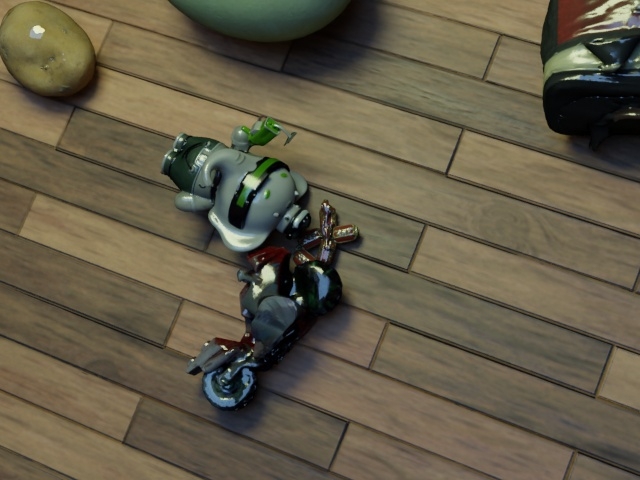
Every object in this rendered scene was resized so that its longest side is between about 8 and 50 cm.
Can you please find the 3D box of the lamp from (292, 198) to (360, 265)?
[{"bbox_3d":[0.000,0.000,1.484,0.063,0.031,0.083,43,94,21],"label":"lamp"}]

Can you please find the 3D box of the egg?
[{"bbox_3d":[-0.086,-0.346,1.505,0.283,0.203,0.203,20,81,24],"label":"egg"}]

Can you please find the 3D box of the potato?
[{"bbox_3d":[-0.354,-0.251,1.604,0.147,0.112,0.112,37,87,13],"label":"potato"}]

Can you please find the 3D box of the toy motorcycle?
[{"bbox_3d":[-0.077,0.093,1.450,0.122,0.082,0.213,41,90,21],"label":"toy motorcycle"}]

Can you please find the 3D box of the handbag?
[{"bbox_3d":[0.368,-0.202,1.363,0.254,0.181,0.181,2,70,14],"label":"handbag"}]

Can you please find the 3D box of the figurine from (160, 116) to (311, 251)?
[{"bbox_3d":[-0.096,-0.063,1.480,0.192,0.126,0.147,30,63,9],"label":"figurine"}]
